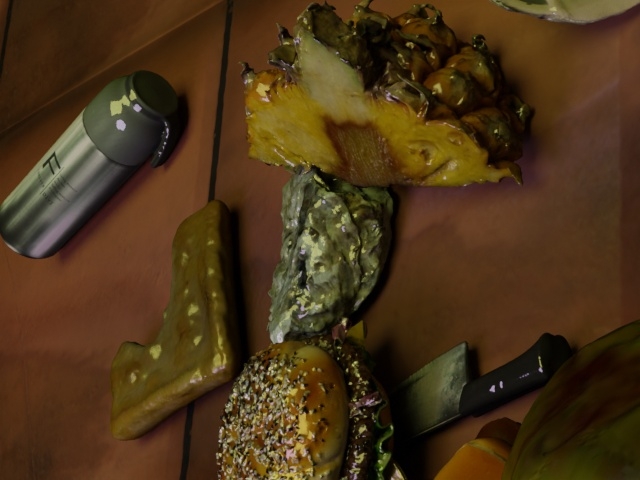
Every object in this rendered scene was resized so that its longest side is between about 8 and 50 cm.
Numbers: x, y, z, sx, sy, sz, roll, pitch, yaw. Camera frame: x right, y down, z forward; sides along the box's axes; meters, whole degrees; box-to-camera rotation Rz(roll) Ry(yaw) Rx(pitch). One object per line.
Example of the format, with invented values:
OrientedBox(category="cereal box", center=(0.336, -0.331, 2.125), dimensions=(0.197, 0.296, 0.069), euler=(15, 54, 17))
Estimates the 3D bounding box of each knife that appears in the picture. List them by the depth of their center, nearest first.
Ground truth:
OrientedBox(category="knife", center=(0.085, 0.106, 0.974), dimensions=(0.230, 0.028, 0.060), euler=(-35, 47, 45))

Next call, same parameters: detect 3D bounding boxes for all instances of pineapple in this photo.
OrientedBox(category="pineapple", center=(0.033, -0.138, 1.017), dimensions=(0.249, 0.164, 0.140), euler=(3, 54, 46))

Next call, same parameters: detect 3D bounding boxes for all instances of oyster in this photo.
OrientedBox(category="oyster", center=(0.000, 0.000, 1.099), dimensions=(0.125, 0.064, 0.177), euler=(-42, 43, 39))

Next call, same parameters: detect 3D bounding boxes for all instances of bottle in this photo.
OrientedBox(category="bottle", center=(-0.232, -0.069, 1.420), dimensions=(0.253, 0.079, 0.096), euler=(-42, 83, 34))

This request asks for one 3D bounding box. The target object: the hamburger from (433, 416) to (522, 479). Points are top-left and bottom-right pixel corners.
OrientedBox(category="hamburger", center=(0.106, 0.194, 0.850), dimensions=(0.166, 0.087, 0.137), euler=(-60, 37, 13))

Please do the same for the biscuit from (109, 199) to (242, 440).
OrientedBox(category="biscuit", center=(-0.133, 0.077, 1.254), dimensions=(0.183, 0.039, 0.174), euler=(-38, 49, 36))

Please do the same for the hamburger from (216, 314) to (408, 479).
OrientedBox(category="hamburger", center=(-0.017, 0.148, 1.014), dimensions=(0.190, 0.093, 0.164), euler=(-61, 33, 28))

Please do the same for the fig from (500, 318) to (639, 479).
OrientedBox(category="fig", center=(0.198, 0.164, 0.641), dimensions=(0.239, 0.239, 0.271), euler=(38, 136, 52))

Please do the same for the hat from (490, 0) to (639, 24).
OrientedBox(category="hat", center=(0.181, -0.271, 0.976), dimensions=(0.226, 0.164, 0.219), euler=(44, 119, 9))
